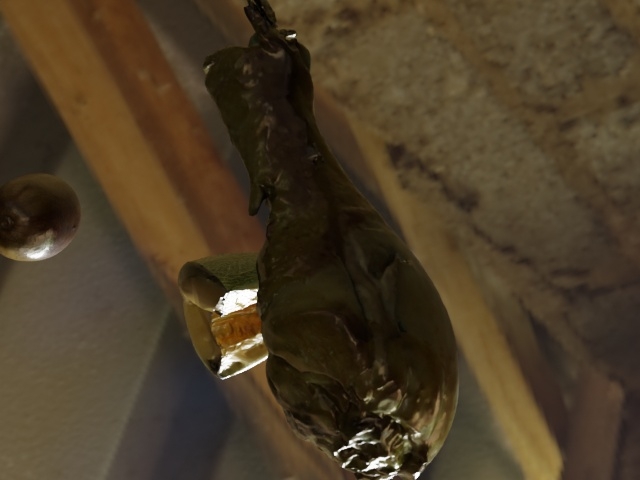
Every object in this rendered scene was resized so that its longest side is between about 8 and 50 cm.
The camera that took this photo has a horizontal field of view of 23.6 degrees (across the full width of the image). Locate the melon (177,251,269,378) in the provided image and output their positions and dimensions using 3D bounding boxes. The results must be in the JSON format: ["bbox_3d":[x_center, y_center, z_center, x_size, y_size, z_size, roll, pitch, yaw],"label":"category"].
[{"bbox_3d":[-0.067,0.051,1.420,0.128,0.160,0.079,-16,-122,-17],"label":"melon"}]

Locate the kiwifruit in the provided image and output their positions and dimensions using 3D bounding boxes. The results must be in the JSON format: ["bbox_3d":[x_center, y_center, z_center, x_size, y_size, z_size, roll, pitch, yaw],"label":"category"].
[{"bbox_3d":[-0.249,-0.020,1.337,0.124,0.075,0.075,-40,-72,-82],"label":"kiwifruit"}]

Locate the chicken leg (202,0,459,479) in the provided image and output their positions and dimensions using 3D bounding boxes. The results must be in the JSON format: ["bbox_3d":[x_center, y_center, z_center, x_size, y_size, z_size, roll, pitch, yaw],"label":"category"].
[{"bbox_3d":[0.000,0.000,1.296,0.201,0.152,0.429,0,-113,-60],"label":"chicken leg"}]
